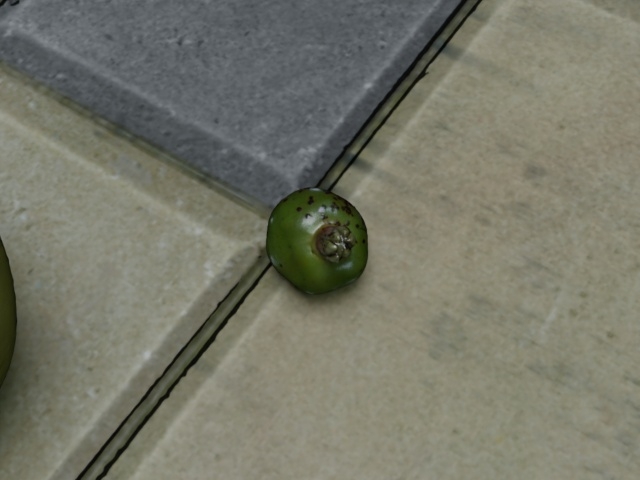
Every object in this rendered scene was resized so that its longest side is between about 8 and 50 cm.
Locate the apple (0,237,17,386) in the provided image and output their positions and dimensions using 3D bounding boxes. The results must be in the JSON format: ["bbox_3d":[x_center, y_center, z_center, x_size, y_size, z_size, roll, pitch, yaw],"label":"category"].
[{"bbox_3d":[-0.316,0.033,0.669,0.279,0.279,0.279,-2,58,2],"label":"apple"}]

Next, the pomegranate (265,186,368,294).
[{"bbox_3d":[-0.001,-0.004,0.772,0.073,0.084,0.073,2,64,-5],"label":"pomegranate"}]
